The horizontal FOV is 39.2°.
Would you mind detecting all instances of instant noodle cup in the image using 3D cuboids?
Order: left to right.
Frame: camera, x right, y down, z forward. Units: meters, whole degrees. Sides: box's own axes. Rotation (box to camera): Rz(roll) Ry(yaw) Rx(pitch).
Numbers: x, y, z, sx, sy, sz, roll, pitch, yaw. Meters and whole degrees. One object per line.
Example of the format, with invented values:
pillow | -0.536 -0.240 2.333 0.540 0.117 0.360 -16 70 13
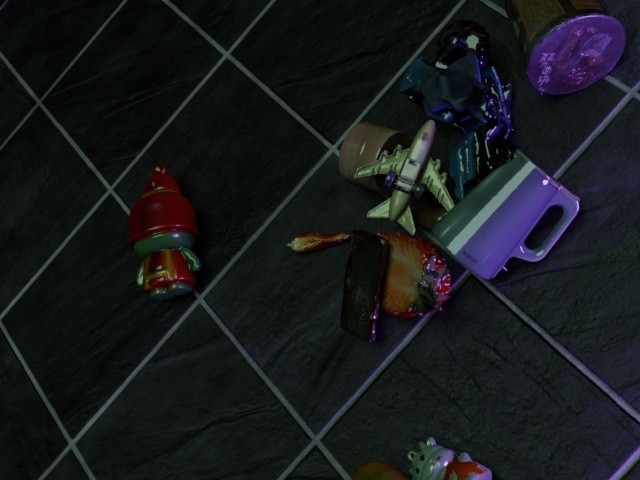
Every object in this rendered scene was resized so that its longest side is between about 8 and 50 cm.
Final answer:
instant noodle cup | 0.505 -0.455 1.907 0.217 0.217 0.207 -28 53 18

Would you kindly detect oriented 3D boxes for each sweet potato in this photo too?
sweet potato | 0.254 -0.044 1.964 0.226 0.068 0.068 -8 66 30

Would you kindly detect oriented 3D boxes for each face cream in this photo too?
face cream | 0.126 -0.187 2.042 0.104 0.149 0.149 21 82 36

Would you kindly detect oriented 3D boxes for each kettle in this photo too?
kettle | 0.385 -0.042 1.822 0.210 0.160 0.243 41 106 -2

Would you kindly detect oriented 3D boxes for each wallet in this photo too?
wallet | 0.089 0.097 1.942 0.122 0.031 0.232 21 109 53

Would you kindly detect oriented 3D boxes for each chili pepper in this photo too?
chili pepper | 0.000 0.000 2.113 0.178 0.027 0.045 -12 69 26

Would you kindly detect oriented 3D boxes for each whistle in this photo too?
whistle | 0.269 0.468 1.725 0.253 0.106 0.102 25 125 34

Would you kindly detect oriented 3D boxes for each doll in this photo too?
doll | -0.400 -0.033 2.277 0.182 0.160 0.363 -19 62 24

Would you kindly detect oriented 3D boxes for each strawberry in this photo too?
strawberry | 0.189 0.068 1.916 0.286 0.106 0.188 35 117 50

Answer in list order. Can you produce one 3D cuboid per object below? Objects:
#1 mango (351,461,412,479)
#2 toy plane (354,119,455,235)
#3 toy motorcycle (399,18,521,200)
mango | 0.156 0.557 1.726 0.289 0.129 0.146 64 144 24
toy plane | 0.193 -0.144 1.918 0.229 0.092 0.244 22 96 10
toy motorcycle | 0.306 -0.276 1.984 0.232 0.172 0.416 -22 73 31
